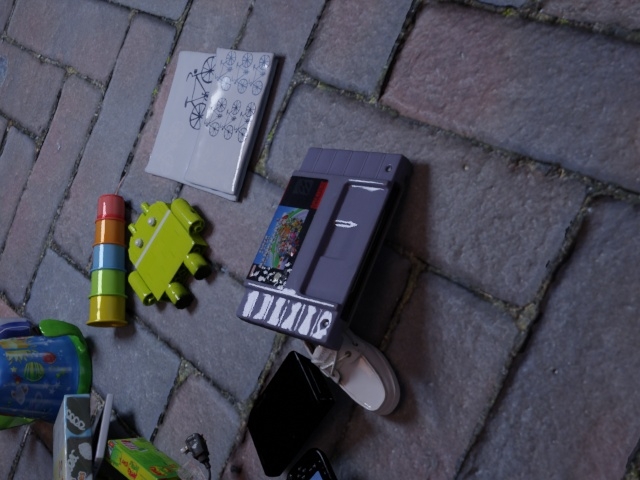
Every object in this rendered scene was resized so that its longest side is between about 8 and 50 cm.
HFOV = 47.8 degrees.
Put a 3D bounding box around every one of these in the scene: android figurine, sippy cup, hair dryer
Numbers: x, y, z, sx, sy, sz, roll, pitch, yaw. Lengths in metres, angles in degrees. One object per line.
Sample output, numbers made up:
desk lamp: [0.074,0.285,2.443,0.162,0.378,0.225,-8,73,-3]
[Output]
android figurine: [-0.350,0.021,1.624,0.273,0.056,0.248,48,112,33]
sippy cup: [-0.717,0.330,1.753,0.240,0.224,0.305,7,85,39]
hair dryer: [-0.206,0.534,1.370,0.293,0.080,0.223,44,103,23]

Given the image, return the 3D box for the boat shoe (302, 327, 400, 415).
boat shoe: [0.025,0.196,1.255,0.277,0.096,0.098,45,110,36]

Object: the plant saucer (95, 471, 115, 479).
plant saucer: [-0.532,0.618,1.662,0.189,0.045,0.188,-3,80,38]

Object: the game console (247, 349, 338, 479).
game console: [-0.019,0.382,1.235,0.213,0.044,0.361,-59,42,28]

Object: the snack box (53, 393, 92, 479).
snack box: [-0.538,0.519,1.566,0.187,0.060,0.321,-54,40,47]

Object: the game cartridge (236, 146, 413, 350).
game cartridge: [0.000,0.000,1.277,0.230,0.068,0.354,12,72,36]

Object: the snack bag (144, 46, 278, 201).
snack bag: [-0.256,-0.276,1.616,0.343,0.037,0.322,19,94,40]

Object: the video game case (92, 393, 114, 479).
video game case: [-0.492,0.445,1.612,0.157,0.019,0.143,-93,25,-44]

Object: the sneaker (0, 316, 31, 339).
sneaker: [-0.837,0.361,1.923,0.182,0.128,0.315,51,120,30]

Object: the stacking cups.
stacking cups: [-0.499,0.045,1.720,0.096,0.096,0.316,-12,72,37]

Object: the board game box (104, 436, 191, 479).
board game box: [-0.365,0.475,1.522,0.181,0.092,0.043,19,95,40]
